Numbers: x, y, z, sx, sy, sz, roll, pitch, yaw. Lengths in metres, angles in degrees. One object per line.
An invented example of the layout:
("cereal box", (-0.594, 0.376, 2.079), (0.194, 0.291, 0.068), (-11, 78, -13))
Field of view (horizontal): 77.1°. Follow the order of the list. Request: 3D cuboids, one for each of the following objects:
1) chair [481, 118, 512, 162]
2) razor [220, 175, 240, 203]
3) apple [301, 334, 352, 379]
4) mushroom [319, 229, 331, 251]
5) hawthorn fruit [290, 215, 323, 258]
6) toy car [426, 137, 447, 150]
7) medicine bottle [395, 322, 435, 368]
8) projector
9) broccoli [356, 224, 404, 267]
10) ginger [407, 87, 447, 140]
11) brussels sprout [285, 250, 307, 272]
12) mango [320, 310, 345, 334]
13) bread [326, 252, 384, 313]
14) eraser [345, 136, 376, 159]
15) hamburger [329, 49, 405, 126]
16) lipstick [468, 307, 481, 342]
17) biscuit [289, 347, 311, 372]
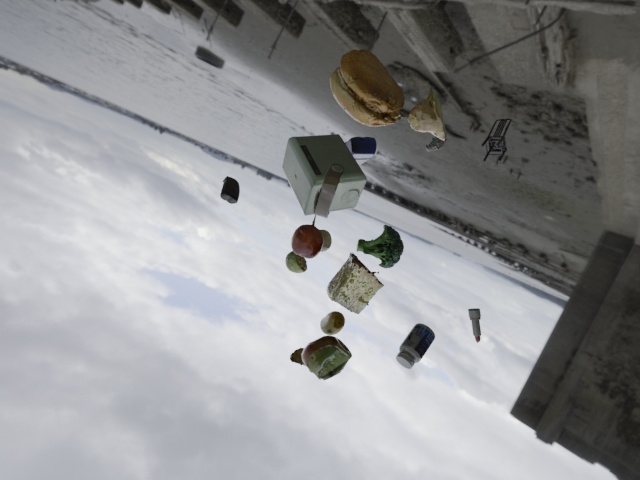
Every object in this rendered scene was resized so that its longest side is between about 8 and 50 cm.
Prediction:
("chair", (0.828, -0.467, 1.867), (0.084, 0.212, 0.101), (12, 143, 39))
("razor", (-0.431, -0.245, 1.934), (0.090, 0.054, 0.148), (33, -145, -31))
("apple", (0.025, 0.510, 1.771), (0.174, 0.188, 0.207), (38, 169, 51))
("mushroom", (0.000, 0.000, 2.572), (0.123, 0.154, 0.154), (-7, 163, 43))
("hawthorn fruit", (-0.040, -0.053, 1.938), (0.165, 0.285, 0.165), (23, -178, -1))
("toy car", (0.583, -0.482, 2.011), (0.069, 0.142, 0.055), (-4, 123, 46))
("medicine bottle", (0.416, 0.467, 1.772), (0.107, 0.191, 0.107), (33, 149, 22))
("projector", (0.010, -0.189, 1.190), (0.178, 0.163, 0.242), (-10, -126, -22))
("broccoli", (0.339, 0.034, 2.282), (0.269, 0.253, 0.269), (4, 173, 1))
("ginger", (0.385, -0.414, 1.423), (0.193, 0.123, 0.115), (50, -159, -39))
("brussels sprout", (-0.160, 0.141, 2.515), (0.149, 0.122, 0.151), (-10, -103, -64))
("mango", (0.059, 0.435, 2.114), (0.092, 0.130, 0.195), (22, 164, -23))
("bread", (0.177, 0.224, 1.877), (0.279, 0.248, 0.315), (40, -175, -11))
("eraser", (0.181, -0.467, 2.159), (0.155, 0.101, 0.332), (-2, 179, -15))
("hamburger", (0.188, -0.571, 1.540), (0.290, 0.170, 0.314), (-22, -107, -42))
("lipstick", (0.853, 0.469, 2.204), (0.063, 0.186, 0.057), (-6, -177, 21))
("biscuit", (-0.071, 0.623, 2.088), (0.183, 0.061, 0.118), (26, -137, -5))
